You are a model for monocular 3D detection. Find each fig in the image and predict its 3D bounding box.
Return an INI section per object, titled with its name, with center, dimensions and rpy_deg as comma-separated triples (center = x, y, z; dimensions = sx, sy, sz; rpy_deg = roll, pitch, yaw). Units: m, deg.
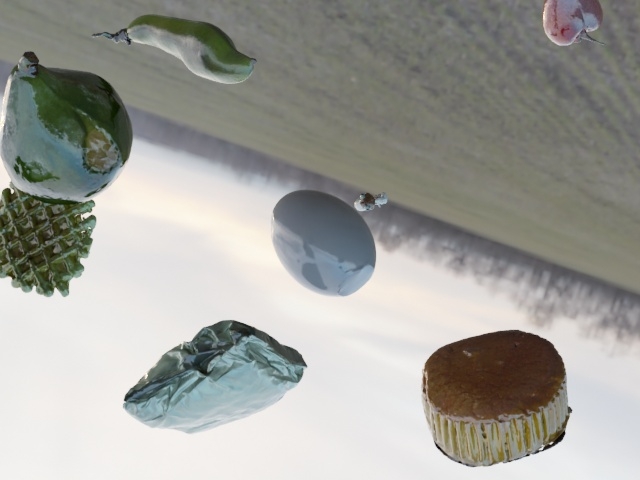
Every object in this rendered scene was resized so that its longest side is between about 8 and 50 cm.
[fig]
center = -0.367, -0.167, 1.518
dimensions = 0.195, 0.195, 0.245
rpy_deg = 20, 151, 41

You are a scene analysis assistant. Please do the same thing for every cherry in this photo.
[cherry]
center = 0.446, -0.406, 1.938
dimensions = 0.106, 0.126, 0.087
rpy_deg = -6, -170, -11

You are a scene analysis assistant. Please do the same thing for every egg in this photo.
[egg]
center = 0.000, 0.000, 2.074
dimensions = 0.232, 0.176, 0.176
rpy_deg = 46, -168, 19

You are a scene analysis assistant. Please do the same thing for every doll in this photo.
[doll]
center = 0.114, -0.086, 2.414
dimensions = 0.085, 0.040, 0.058
rpy_deg = -13, 176, -26

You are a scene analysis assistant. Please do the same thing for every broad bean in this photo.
[broad bean]
center = -0.208, -0.295, 1.639
dimensions = 0.325, 0.075, 0.067
rpy_deg = 22, 176, 39

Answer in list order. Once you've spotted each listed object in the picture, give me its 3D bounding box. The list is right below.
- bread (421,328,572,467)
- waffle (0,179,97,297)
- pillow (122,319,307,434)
[bread]
center = 0.230, 0.199, 1.450
dimensions = 0.199, 0.104, 0.199
rpy_deg = -9, -145, 7
[waffle]
center = -0.429, -0.007, 1.685
dimensions = 0.169, 0.183, 0.036
rpy_deg = 16, -174, 12
[pillow]
center = -0.193, 0.259, 1.976
dimensions = 0.138, 0.283, 0.310
rpy_deg = 63, -170, 23
